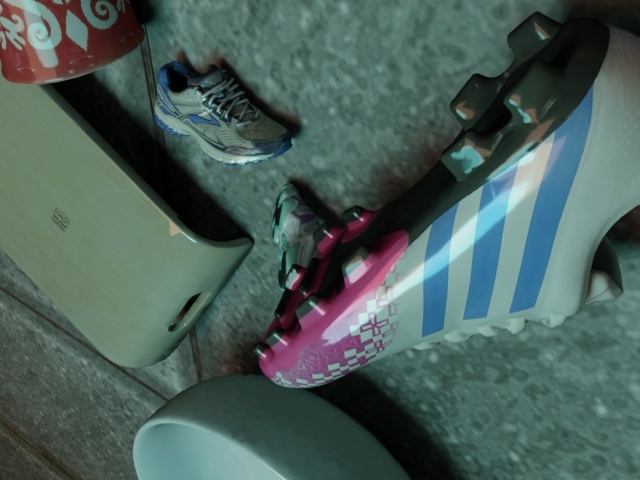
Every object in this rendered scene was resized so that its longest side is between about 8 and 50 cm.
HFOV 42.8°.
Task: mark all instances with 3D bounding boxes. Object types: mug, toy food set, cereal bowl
[{"bbox_3d":[-0.222,-0.218,0.604,0.150,0.113,0.169,18,135,37],"label":"mug"},{"bbox_3d":[-0.221,-0.039,0.802,0.306,0.092,0.219,45,131,4],"label":"toy food set"},{"bbox_3d":[-0.016,0.260,0.792,0.339,0.141,0.338,27,138,27],"label":"cereal bowl"}]

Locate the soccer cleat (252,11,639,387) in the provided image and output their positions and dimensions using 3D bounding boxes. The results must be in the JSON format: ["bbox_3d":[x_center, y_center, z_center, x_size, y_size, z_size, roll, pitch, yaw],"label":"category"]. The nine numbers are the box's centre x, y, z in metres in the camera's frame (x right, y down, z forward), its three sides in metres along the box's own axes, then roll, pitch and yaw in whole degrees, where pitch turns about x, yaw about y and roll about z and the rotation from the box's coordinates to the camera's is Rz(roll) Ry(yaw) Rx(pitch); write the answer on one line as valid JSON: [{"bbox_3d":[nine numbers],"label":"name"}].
[{"bbox_3d":[0.083,0.021,0.478,0.143,0.116,0.331,34,134,-12],"label":"soccer cleat"}]

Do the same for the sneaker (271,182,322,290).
[{"bbox_3d":[0.000,0.000,0.632,0.069,0.098,0.038,5,145,-17],"label":"sneaker"}]

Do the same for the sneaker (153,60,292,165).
[{"bbox_3d":[-0.079,-0.100,0.620,0.135,0.052,0.058,24,132,29],"label":"sneaker"}]
